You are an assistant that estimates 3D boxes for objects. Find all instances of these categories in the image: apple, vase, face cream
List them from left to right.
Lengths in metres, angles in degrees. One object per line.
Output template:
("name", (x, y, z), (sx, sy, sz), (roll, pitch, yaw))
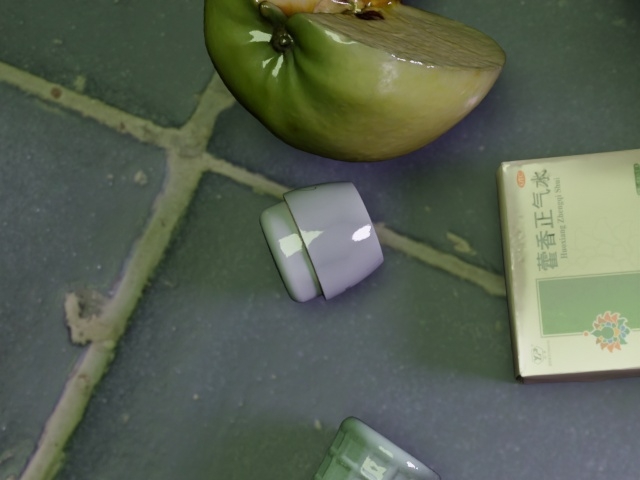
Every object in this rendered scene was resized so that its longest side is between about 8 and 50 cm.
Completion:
("vase", (-0.009, 0.319, 1.055), (0.143, 0.143, 0.299), (33, 84, 16))
("face cream", (0.000, 0.000, 1.130), (0.104, 0.117, 0.117), (-23, 74, -3))
("apple", (0.014, -0.211, 1.093), (0.233, 0.257, 0.295), (-36, 84, 46))

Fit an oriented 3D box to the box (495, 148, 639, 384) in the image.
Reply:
("box", (0.264, 0.027, 1.084), (0.168, 0.095, 0.212), (-6, 76, 12))
